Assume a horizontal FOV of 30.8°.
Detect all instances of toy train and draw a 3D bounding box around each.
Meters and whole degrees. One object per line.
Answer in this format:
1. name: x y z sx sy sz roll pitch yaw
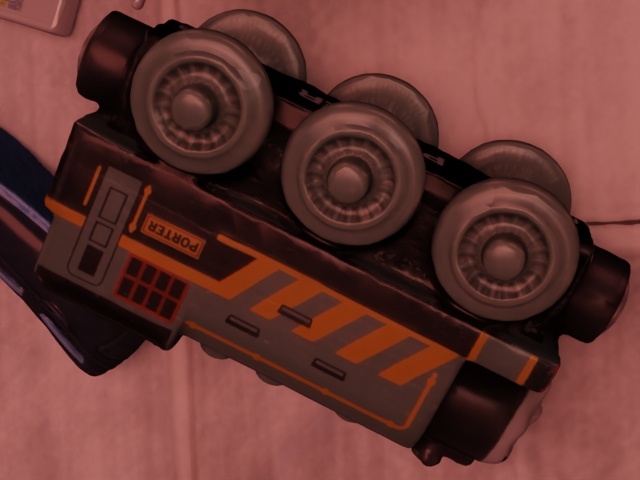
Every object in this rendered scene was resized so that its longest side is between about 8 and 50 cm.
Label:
1. toy train: 0.000 0.000 0.665 0.334 0.142 0.190 26 110 0

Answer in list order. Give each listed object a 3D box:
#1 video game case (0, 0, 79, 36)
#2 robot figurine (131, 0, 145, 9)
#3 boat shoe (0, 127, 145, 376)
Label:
1. video game case: -0.249 -0.272 0.822 0.227 0.026 0.206 18 96 18
2. robot figurine: -0.006 -0.289 0.648 0.353 0.200 0.300 -41 48 14
3. boat shoe: -0.222 -0.009 0.773 0.258 0.109 0.089 42 106 16
